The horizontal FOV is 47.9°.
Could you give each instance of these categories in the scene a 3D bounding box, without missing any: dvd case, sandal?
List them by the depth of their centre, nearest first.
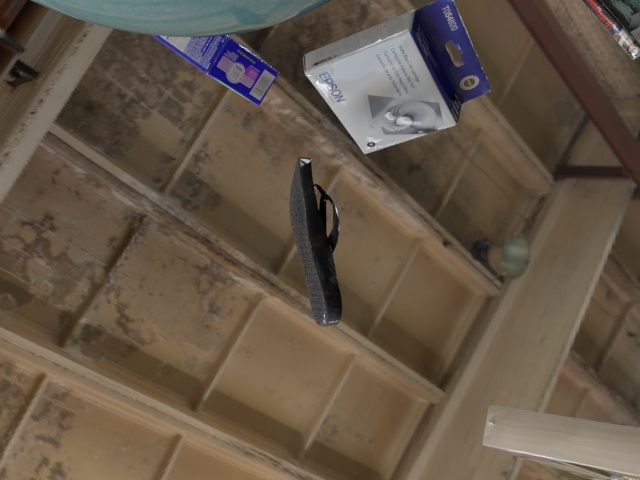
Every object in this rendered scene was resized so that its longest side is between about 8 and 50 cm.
[{"bbox_3d":[0.235,-0.204,0.583,0.087,0.013,0.119,-31,-101,-39],"label":"dvd case"},{"bbox_3d":[0.000,0.001,1.036,0.054,0.097,0.255,-6,-111,-16],"label":"sandal"}]

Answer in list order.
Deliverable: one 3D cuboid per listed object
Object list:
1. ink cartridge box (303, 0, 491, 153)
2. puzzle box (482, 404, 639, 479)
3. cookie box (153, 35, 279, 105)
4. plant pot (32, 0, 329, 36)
[{"bbox_3d":[0.122,-0.233,1.067,0.223,0.224,0.045,44,-145,-51],"label":"ink cartridge box"},{"bbox_3d":[0.424,0.260,0.794,0.272,0.409,0.052,27,-109,-36],"label":"puzzle box"},{"bbox_3d":[-0.106,-0.180,0.673,0.040,0.107,0.092,-56,-26,8],"label":"cookie box"},{"bbox_3d":[-0.088,-0.210,0.275,0.195,0.290,0.290,-60,-44,-59],"label":"plant pot"}]
